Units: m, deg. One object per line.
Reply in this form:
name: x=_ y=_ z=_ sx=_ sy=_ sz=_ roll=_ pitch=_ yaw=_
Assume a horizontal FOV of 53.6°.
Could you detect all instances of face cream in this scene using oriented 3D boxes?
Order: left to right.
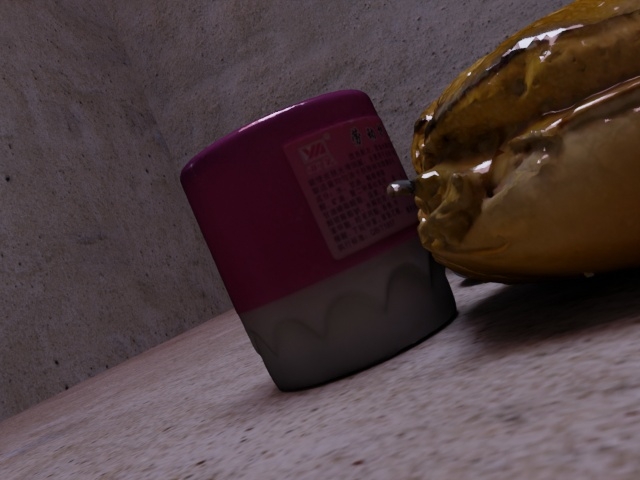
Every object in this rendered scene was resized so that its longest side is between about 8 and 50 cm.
face cream: x=0.000 y=0.000 z=0.524 sx=0.175 sy=0.195 sz=0.175 roll=-25 pitch=-1 yaw=0

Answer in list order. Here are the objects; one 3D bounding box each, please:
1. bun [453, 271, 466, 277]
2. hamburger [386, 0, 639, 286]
bun: x=0.185 y=-0.018 z=0.632 sx=0.140 sy=0.083 sz=0.141 roll=-23 pitch=2 yaw=1
hamburger: x=0.195 y=-0.074 z=0.411 sx=0.314 sy=0.170 sz=0.290 roll=-25 pitch=-4 yaw=5
